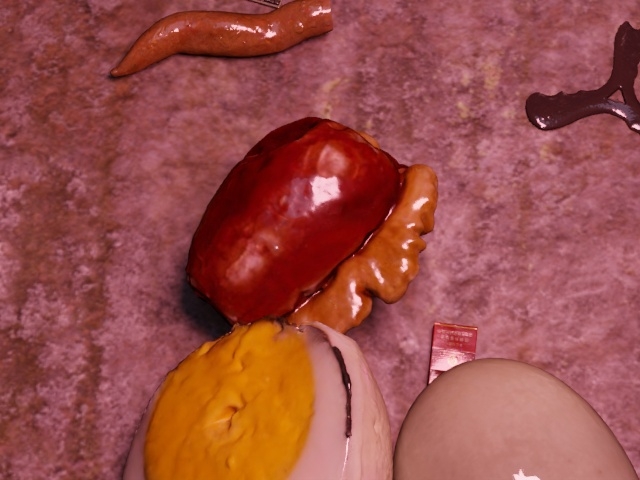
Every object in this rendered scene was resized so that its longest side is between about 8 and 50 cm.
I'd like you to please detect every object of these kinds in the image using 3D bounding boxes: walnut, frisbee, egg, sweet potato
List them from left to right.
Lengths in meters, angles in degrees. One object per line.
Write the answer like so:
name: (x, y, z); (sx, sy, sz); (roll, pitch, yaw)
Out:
sweet potato: (-0.124, -0.257, 1.694); (0.281, 0.059, 0.067); (-7, 105, 0)
egg: (-0.035, 0.251, 1.420); (0.337, 0.201, 0.337); (-26, 51, 37)
walnut: (0.000, 0.000, 1.524); (0.244, 0.222, 0.269); (35, 88, 20)
egg: (0.207, 0.289, 1.389); (0.258, 0.258, 0.352); (-21, 73, -8)
frisbee: (0.369, -0.194, 1.700); (0.211, 0.012, 0.187); (12, 69, 5)

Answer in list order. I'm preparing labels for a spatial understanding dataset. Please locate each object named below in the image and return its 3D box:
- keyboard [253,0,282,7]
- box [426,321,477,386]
keyboard: (-0.106, -0.336, 1.746); (0.129, 0.015, 0.049); (17, 71, 6)
box: (0.151, 0.138, 1.569); (0.051, 0.023, 0.082); (7, 69, 3)
